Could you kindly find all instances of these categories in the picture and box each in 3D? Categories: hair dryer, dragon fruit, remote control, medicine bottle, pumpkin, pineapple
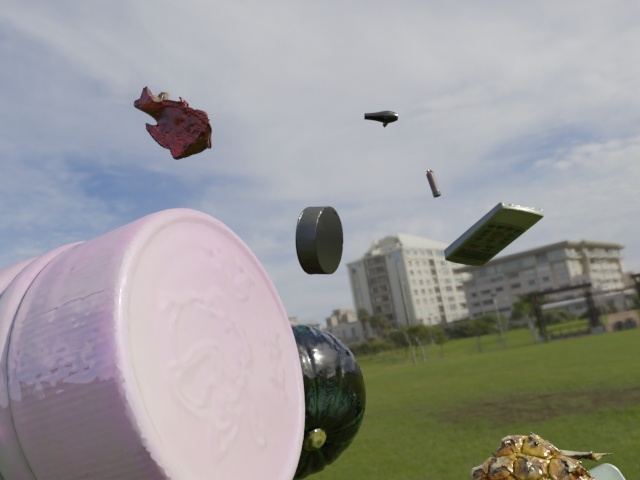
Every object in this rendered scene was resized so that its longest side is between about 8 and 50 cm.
[{"bbox_3d":[0.141,-0.282,1.397,0.079,0.031,0.083,2,-11,3],"label":"hair dryer"},{"bbox_3d":[-0.334,-0.260,1.324,0.192,0.122,0.092,31,2,7],"label":"dragon fruit"},{"bbox_3d":[0.425,-0.011,1.472,0.124,0.038,0.285,9,-28,-18],"label":"remote control"},{"bbox_3d":[-0.193,0.117,0.417,0.316,0.202,0.202,-20,-13,19],"label":"medicine bottle"},{"bbox_3d":[-0.062,0.233,0.922,0.248,0.247,0.248,-10,-11,-2],"label":"pumpkin"},{"bbox_3d":[0.462,0.463,1.169,0.335,0.158,0.161,13,-24,-3],"label":"pineapple"}]

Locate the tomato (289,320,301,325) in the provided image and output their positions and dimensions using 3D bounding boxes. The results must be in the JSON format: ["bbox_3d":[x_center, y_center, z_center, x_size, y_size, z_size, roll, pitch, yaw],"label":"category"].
[{"bbox_3d":[-0.085,0.248,1.175,0.309,0.170,0.309,-31,-12,-7],"label":"tomato"}]

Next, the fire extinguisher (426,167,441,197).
[{"bbox_3d":[0.301,-0.156,1.577,0.028,0.083,0.022,-2,-21,-40],"label":"fire extinguisher"}]

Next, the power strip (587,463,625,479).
[{"bbox_3d":[0.712,0.647,1.391,0.261,0.229,0.141,-24,-30,-5],"label":"power strip"}]

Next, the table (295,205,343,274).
[{"bbox_3d":[0.000,0.000,1.143,0.043,0.133,0.133,-1,-6,25],"label":"table"}]
